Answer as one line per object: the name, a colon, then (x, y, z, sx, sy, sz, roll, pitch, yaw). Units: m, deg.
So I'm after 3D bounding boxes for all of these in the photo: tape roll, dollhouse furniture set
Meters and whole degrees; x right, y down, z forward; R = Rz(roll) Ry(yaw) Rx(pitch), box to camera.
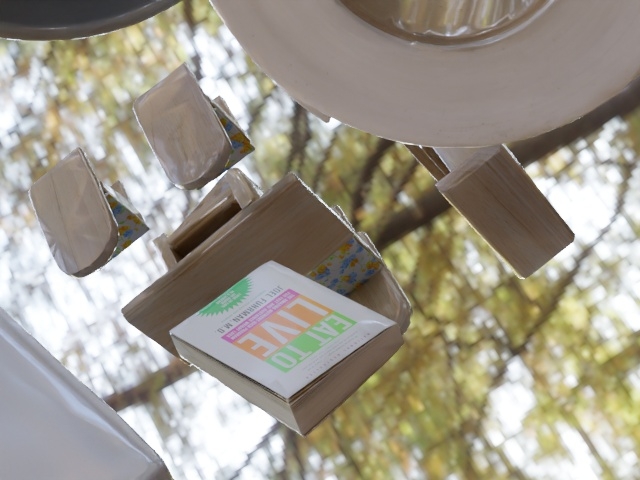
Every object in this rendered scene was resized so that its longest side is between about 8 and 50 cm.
tape roll: (0.070, -0.194, 0.794, 0.286, 0.100, 0.286, 6, -53, 8)
dollhouse furniture set: (0.000, 0.000, 1.392, 0.394, 0.256, 0.362, -39, -43, 8)

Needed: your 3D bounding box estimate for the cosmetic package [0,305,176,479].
cosmetic package: (-0.335, 0.298, 1.229, 0.393, 0.327, 0.329, -44, -29, -19)

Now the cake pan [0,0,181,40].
cake pan: (-0.168, -0.259, 0.863, 0.293, 0.054, 0.293, -8, -51, -9)

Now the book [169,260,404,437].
book: (-0.024, 0.068, 0.976, 0.096, 0.144, 0.035, -37, -55, -24)
